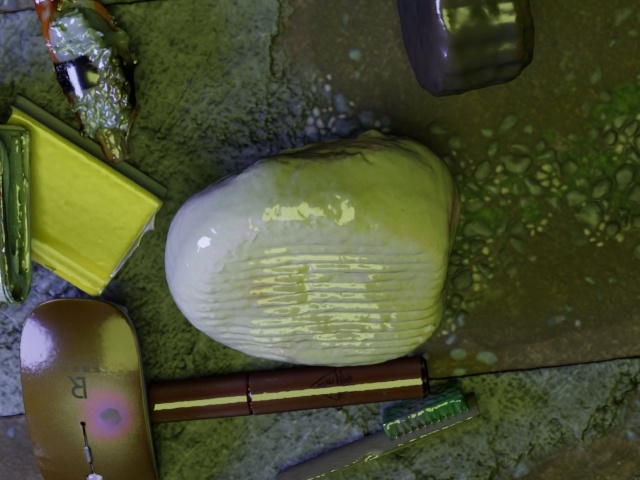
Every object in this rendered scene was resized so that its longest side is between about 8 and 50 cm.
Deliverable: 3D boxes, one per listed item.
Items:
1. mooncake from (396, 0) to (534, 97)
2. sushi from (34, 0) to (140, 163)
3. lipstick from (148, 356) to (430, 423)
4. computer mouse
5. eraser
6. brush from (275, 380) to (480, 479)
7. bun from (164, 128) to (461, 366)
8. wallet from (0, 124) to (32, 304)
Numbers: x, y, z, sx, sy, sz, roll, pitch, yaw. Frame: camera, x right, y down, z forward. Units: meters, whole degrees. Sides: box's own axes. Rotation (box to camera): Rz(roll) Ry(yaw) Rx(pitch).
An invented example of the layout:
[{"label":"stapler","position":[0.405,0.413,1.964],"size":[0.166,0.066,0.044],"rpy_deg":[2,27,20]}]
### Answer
[{"label":"mooncake","position":[0.161,-0.279,1.802],"size":[0.124,0.228,0.228],"rpy_deg":[-8,109,-6]},{"label":"sushi","position":[-0.260,-0.198,1.893],"size":[0.097,0.103,0.226],"rpy_deg":[-22,111,-10]},{"label":"lipstick","position":[-0.040,0.191,2.048],"size":[0.356,0.057,0.057],"rpy_deg":[-6,109,3]},{"label":"computer mouse","position":[-0.288,0.213,2.024],"size":[0.158,0.072,0.310],"rpy_deg":[2,118,11]},{"label":"eraser","position":[-0.316,-0.050,1.959],"size":[0.226,0.069,0.158],"rpy_deg":[33,104,-10]},{"label":"brush","position":[0.068,0.253,2.070],"size":[0.282,0.054,0.048],"rpy_deg":[-24,109,8]},{"label":"bun","position":[0.000,0.000,1.902],"size":[0.361,0.213,0.361],"rpy_deg":[-3,138,-2]},{"label":"wallet","position":[-0.492,-0.036,1.912],"size":[0.309,0.077,0.223],"rpy_deg":[3,103,20]}]
